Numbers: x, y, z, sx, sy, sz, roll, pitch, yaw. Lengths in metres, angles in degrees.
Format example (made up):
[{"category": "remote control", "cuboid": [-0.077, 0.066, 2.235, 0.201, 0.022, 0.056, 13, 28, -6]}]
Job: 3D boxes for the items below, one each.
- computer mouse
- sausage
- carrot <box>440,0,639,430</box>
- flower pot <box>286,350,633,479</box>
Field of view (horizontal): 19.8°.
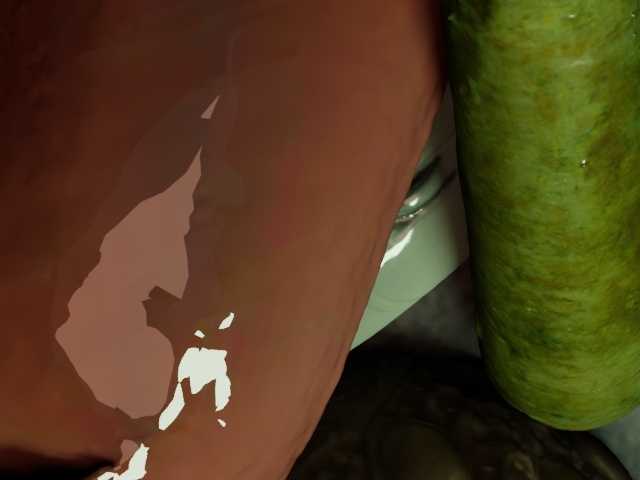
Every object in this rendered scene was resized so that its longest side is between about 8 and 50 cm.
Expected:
[{"category": "computer mouse", "cuboid": [0.000, 0.000, 0.670, 0.181, 0.056, 0.089, -34, 121, 17]}, {"category": "sausage", "cuboid": [-0.050, -0.025, 0.571, 0.152, 0.152, 0.280, 22, 93, -14]}, {"category": "carrot", "cuboid": [0.073, -0.037, 0.556, 0.074, 0.074, 0.358, -10, 149, 4]}, {"category": "flower pot", "cuboid": [0.024, 0.219, 0.678, 0.266, 0.267, 0.267, 0, 121, -1]}]
